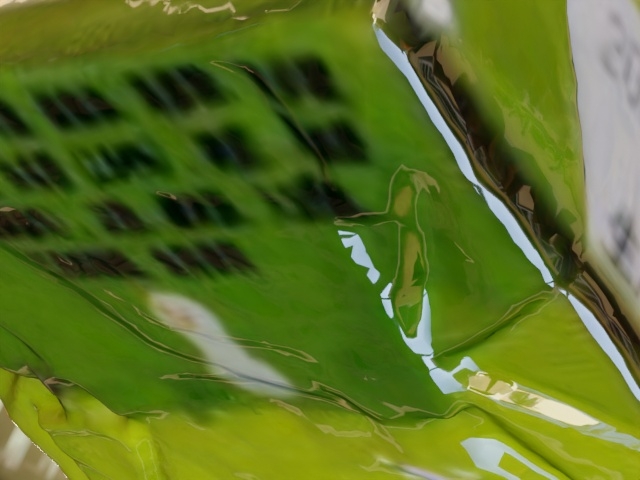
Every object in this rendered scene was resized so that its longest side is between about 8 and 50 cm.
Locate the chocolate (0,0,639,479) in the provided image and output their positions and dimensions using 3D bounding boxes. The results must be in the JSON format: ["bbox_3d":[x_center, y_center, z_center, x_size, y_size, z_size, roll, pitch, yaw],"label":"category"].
[{"bbox_3d":[0.000,0.000,0.649,0.300,0.137,0.289,-2,137,42],"label":"chocolate"}]
